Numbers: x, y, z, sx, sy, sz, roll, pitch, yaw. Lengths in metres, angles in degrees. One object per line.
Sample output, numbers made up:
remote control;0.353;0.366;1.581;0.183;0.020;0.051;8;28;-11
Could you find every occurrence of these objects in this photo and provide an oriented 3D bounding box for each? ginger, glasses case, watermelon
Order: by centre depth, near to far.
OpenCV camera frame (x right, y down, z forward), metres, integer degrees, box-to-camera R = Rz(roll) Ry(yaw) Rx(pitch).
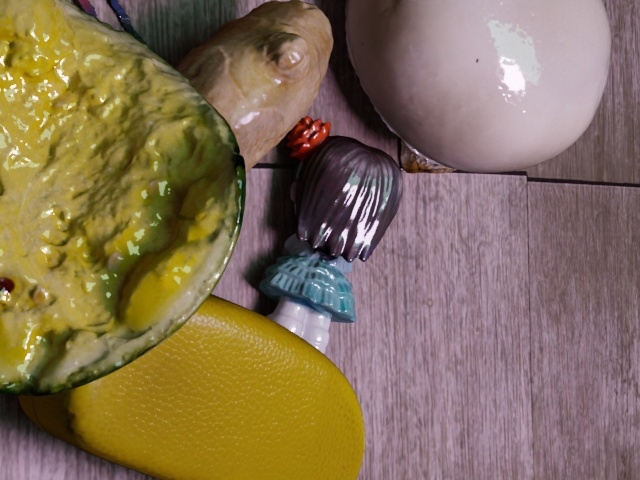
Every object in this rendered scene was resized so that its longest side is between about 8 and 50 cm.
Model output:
watermelon;-0.225;-0.032;1.068;0.189;0.330;0.331;71;25;-80
ginger;-0.104;-0.106;1.254;0.126;0.190;0.354;48;65;-17
glasses case;-0.111;0.139;1.259;0.371;0.141;0.173;30;81;-44

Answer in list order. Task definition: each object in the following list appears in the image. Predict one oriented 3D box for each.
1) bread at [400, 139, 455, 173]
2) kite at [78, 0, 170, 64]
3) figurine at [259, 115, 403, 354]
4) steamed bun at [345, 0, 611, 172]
bread;0.138;-0.118;1.602;0.083;0.070;0.077;-12;99;-51
kite;-0.176;-0.150;1.289;0.141;0.015;0.245;-55;128;-37
figurine;0.000;0.000;1.420;0.138;0.110;0.246;26;76;-26
steamed bun;0.188;-0.238;1.503;0.324;0.206;0.324;21;56;-33
